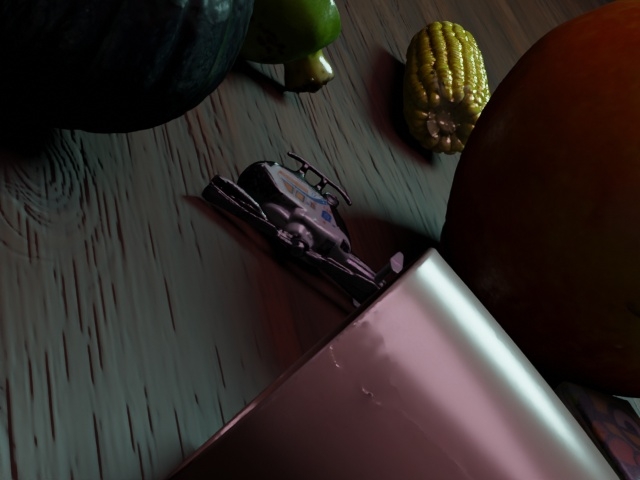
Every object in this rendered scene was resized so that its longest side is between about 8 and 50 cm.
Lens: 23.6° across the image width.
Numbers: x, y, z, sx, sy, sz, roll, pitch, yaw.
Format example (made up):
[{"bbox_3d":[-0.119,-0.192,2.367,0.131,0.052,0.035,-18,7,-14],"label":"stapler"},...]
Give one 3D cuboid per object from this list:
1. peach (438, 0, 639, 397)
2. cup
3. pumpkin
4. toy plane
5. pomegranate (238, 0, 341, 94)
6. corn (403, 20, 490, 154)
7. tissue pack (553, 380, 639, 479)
[{"bbox_3d":[0.275,-0.038,1.306,0.370,0.370,0.370,38,23,-19],"label":"peach"},{"bbox_3d":[0.034,0.156,0.790,0.200,0.191,0.253,49,51,2],"label":"cup"},{"bbox_3d":[-0.145,-0.203,0.990,0.248,0.248,0.248,38,23,-19],"label":"pumpkin"},{"bbox_3d":[0.001,0.000,1.163,0.197,0.053,0.078,39,30,-12],"label":"toy plane"},{"bbox_3d":[-0.048,-0.211,1.366,0.122,0.169,0.143,-14,22,-37],"label":"pomegranate"},{"bbox_3d":[0.134,-0.171,1.648,0.093,0.093,0.244,39,21,-16],"label":"corn"},{"bbox_3d":[0.244,0.190,1.238,0.109,0.060,0.148,19,32,-46],"label":"tissue pack"}]
